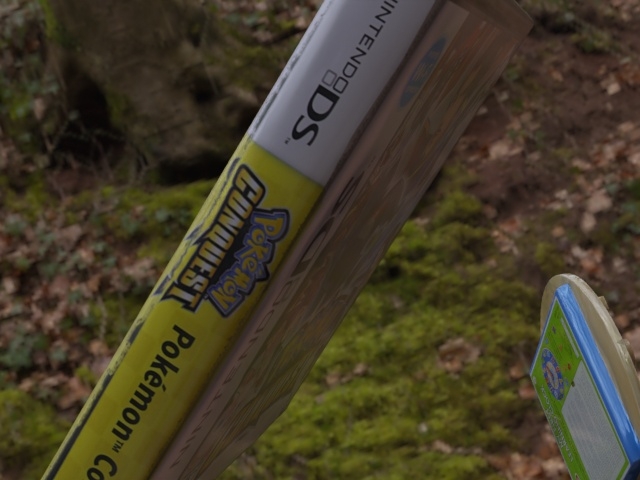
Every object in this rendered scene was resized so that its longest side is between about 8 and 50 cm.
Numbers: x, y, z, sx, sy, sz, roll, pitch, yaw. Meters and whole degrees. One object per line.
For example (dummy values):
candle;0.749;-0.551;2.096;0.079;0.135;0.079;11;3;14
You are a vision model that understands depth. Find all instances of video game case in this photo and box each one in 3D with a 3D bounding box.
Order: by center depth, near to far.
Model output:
video game case;0.000;0.000;0.474;0.248;0.035;0.275;-58;-9;13

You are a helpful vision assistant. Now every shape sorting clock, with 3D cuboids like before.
shape sorting clock;0.206;0.124;0.841;0.040;0.206;0.206;-11;-13;-9
